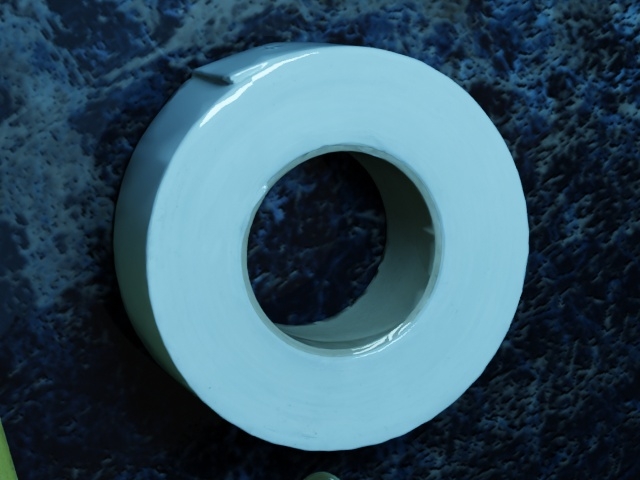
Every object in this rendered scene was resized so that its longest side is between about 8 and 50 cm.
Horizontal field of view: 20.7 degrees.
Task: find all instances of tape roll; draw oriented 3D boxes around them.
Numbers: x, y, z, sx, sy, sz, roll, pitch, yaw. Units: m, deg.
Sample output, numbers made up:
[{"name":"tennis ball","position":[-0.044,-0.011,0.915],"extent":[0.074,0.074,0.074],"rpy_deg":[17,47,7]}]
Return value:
[{"name":"tape roll","position":[0.000,0.000,1.241],"extent":[0.286,0.100,0.286],"rpy_deg":[-3,100,-19]}]

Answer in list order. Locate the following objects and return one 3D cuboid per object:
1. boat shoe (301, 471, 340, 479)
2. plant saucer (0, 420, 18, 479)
[{"name":"boat shoe","position":[0.025,0.239,1.322],"extent":[0.056,0.048,0.153],"rpy_deg":[-33,102,0]},{"name":"plant saucer","position":[-0.332,0.217,1.064],"extent":[0.333,0.081,0.332],"rpy_deg":[-13,66,-18]}]
